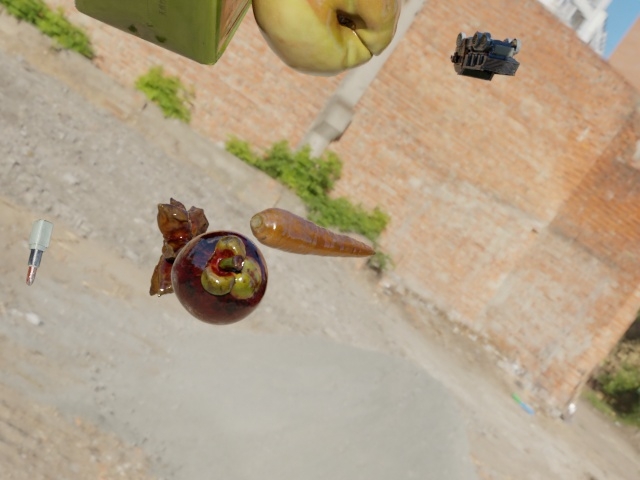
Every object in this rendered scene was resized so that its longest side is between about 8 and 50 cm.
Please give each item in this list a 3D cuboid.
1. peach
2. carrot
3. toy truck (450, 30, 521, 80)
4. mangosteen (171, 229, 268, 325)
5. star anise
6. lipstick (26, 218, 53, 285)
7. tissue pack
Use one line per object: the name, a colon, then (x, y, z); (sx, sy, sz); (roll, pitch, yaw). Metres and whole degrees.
peach: (0.007, -0.292, 0.969); (0.184, 0.184, 0.184); (34, 7, -5)
carrot: (0.000, 0.000, 0.992); (0.216, 0.048, 0.048); (15, 20, -46)
toy truck: (0.343, -0.384, 1.693); (0.083, 0.092, 0.192); (7, 12, -15)
mangosteen: (-0.084, 0.030, 0.669); (0.081, 0.081, 0.081); (34, 7, -5)
star anise: (-0.259, 0.013, 1.493); (0.111, 0.212, 0.196); (17, -19, 11)
lipstick: (-0.457, 0.021, 1.302); (0.025, 0.107, 0.025); (-3, -19, 37)
tissue pack: (-0.178, -0.368, 0.938); (0.200, 0.167, 0.274); (24, -26, 1)
